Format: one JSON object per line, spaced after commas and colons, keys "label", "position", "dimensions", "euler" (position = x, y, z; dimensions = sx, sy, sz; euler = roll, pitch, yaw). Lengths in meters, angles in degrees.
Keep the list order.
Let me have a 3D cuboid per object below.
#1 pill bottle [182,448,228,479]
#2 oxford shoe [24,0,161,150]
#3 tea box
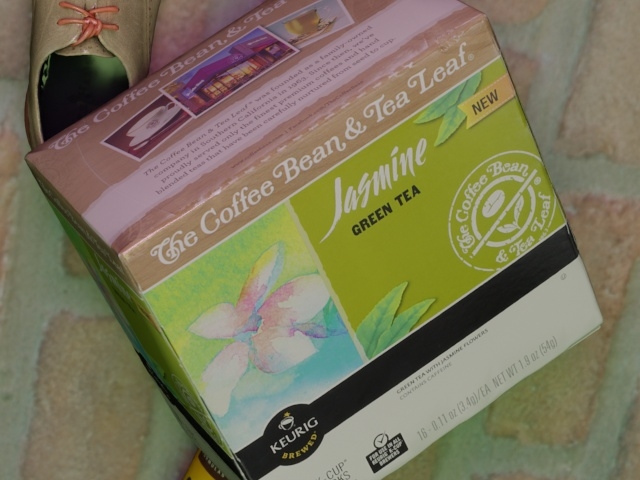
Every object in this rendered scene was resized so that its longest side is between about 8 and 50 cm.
{"label": "pill bottle", "position": [-0.069, 0.234, 1.646], "dimensions": [0.117, 0.117, 0.215], "euler": [21, 106, -16]}
{"label": "oxford shoe", "position": [-0.176, -0.201, 1.453], "dimensions": [0.123, 0.130, 0.348], "euler": [0, 111, -9]}
{"label": "tea box", "position": [0.000, 0.000, 1.447], "dimensions": [0.329, 0.220, 0.324], "euler": [-35, 124, -11]}
